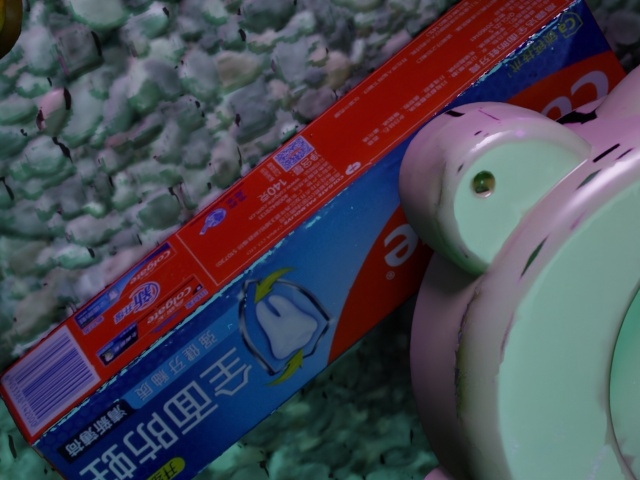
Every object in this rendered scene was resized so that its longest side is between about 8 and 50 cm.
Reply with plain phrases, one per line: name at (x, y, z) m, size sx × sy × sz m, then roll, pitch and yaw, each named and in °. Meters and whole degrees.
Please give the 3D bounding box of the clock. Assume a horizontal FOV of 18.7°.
clock at (0.188, 0.046, 0.890) m, size 0.309 × 0.114 × 0.284 m, roll -5°, pitch 105°, yaw -16°

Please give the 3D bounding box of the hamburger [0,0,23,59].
hamburger at (-0.200, -0.102, 0.739) m, size 0.166 × 0.087 × 0.137 m, roll -17°, pitch 122°, yaw -16°

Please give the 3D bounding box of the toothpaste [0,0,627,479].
toothpaste at (0.000, 0.001, 0.905) m, size 0.320 × 0.066 × 0.076 m, roll -39°, pitch 125°, yaw -2°
